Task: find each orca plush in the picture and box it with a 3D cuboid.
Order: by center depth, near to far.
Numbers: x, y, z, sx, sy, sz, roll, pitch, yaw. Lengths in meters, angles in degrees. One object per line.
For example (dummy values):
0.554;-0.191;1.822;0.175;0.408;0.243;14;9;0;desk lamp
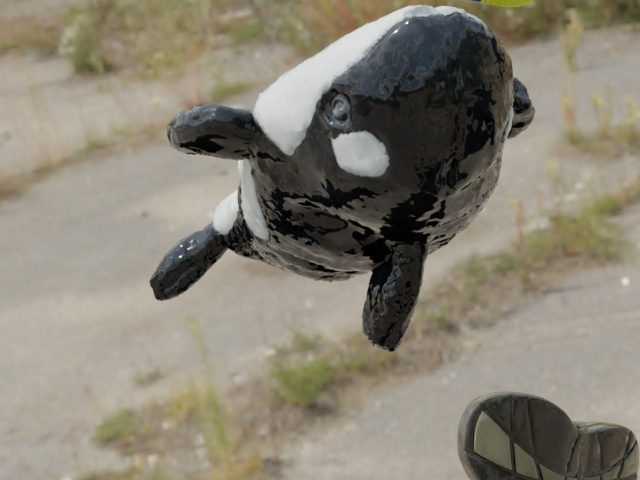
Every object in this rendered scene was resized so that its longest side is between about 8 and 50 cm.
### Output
0.000;0.000;0.655;0.151;0.102;0.287;2;-15;-34;orca plush

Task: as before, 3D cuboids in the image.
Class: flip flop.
0.211;0.204;1.468;0.080;0.112;0.277;9;-3;42;flip flop

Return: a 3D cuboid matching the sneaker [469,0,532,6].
0.056;-0.165;0.886;0.144;0.053;0.059;13;13;-8;sneaker
